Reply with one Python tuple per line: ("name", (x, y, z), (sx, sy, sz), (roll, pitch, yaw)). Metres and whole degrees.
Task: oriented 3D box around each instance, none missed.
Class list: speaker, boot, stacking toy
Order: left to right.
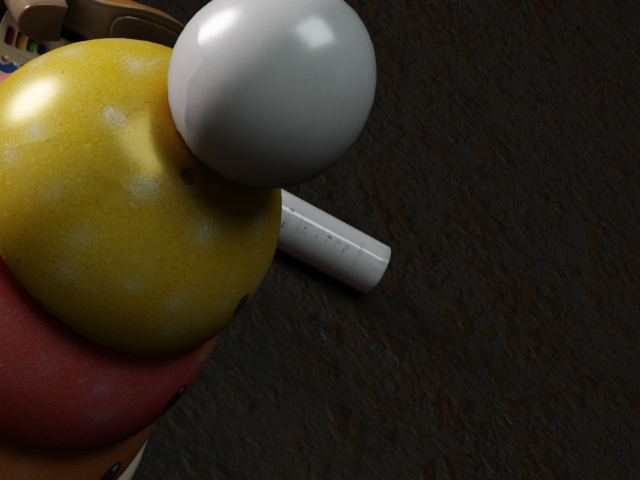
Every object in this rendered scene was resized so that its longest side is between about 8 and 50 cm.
("boot", (-0.230, -0.251, 1.445), (0.197, 0.073, 0.152), (13, 36, -33))
("stacking toy", (-0.144, -0.009, 0.922), (0.350, 0.480, 0.351), (23, 52, -33))
("speaker", (0.000, 0.000, 1.402), (0.136, 0.055, 0.055), (27, 40, -14))

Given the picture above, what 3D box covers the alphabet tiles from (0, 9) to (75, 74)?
("alphabet tiles", (-0.251, -0.074, 1.308), (0.285, 0.011, 0.342), (26, 40, -17))
